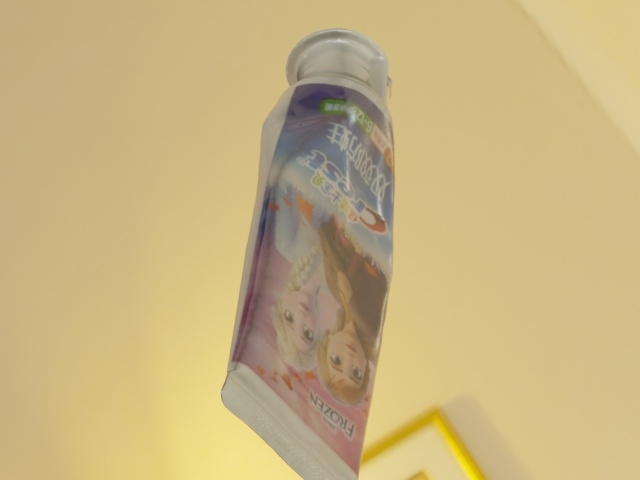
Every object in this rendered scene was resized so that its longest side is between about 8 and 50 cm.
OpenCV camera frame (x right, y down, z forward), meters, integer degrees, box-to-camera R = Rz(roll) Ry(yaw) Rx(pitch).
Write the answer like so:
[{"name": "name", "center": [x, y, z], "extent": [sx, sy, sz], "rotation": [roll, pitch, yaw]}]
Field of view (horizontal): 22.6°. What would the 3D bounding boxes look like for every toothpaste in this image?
[{"name": "toothpaste", "center": [0.000, 0.000, 0.767], "extent": [0.096, 0.061, 0.266], "rotation": [46, 33, -32]}]
